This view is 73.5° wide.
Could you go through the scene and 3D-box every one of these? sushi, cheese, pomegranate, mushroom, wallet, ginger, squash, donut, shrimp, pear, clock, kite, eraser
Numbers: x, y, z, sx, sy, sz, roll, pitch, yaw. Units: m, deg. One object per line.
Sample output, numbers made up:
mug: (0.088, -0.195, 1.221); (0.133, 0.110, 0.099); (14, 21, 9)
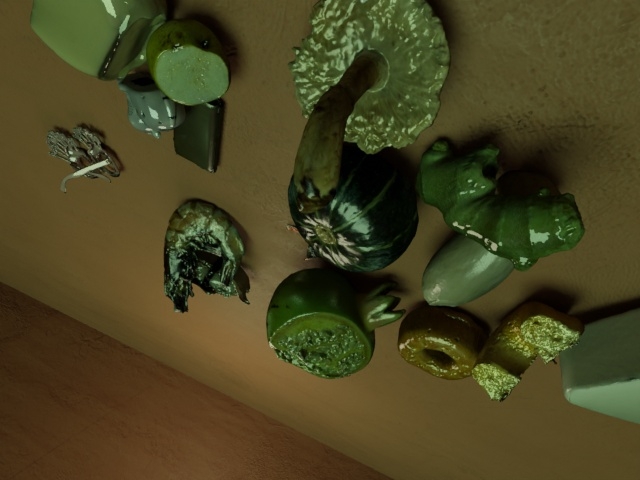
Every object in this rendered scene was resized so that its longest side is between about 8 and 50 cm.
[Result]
sushi: (-0.315, 0.091, 1.291); (0.273, 0.134, 0.109); (26, 114, 19)
cheese: (-0.384, -0.403, 0.706); (0.233, 0.127, 0.266); (44, 139, -16)
pomegranate: (0.036, 0.185, 1.108); (0.358, 0.216, 0.310); (-26, 123, 14)
mushroom: (0.295, 0.018, 0.781); (0.128, 0.128, 0.350); (26, 138, 3)
wallet: (-0.263, -0.235, 0.913); (0.110, 0.031, 0.198); (27, 145, 2)
ginger: (0.246, -0.064, 0.642); (0.089, 0.290, 0.137); (20, 114, -38)
squash: (0.055, -0.056, 0.801); (0.252, 0.165, 0.252); (33, 151, 21)
mushroom: (0.065, -0.195, 0.543); (0.207, 0.302, 0.233); (-1, 127, -6)
donut: (0.306, 0.259, 1.084); (0.226, 0.114, 0.227); (18, 142, 15)
shrimp: (-0.333, 0.066, 1.194); (0.233, 0.071, 0.365); (17, 113, 7)
donut: (0.436, 0.218, 0.923); (0.101, 0.152, 0.259); (36, 124, 12)
pear: (-0.224, -0.311, 0.732); (0.141, 0.104, 0.141); (-8, 153, -4)
clock: (-0.329, -0.254, 0.847); (0.176, 0.080, 0.117); (31, 139, 37)
kite: (0.000, 0.000, 1.051); (0.189, 0.009, 0.232); (21, 144, 9)
eraser: (0.652, 0.219, 0.762); (0.331, 0.150, 0.331); (12, 142, 10)

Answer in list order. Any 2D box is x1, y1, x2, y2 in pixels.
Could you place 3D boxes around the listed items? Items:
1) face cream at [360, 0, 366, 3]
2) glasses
face cream: (0.164, -0.341, 0.377); (0.369, 0.145, 0.145); (-14, 127, 36)
glasses: (-0.653, -0.218, 1.142); (0.255, 0.095, 0.162); (0, 128, 31)
